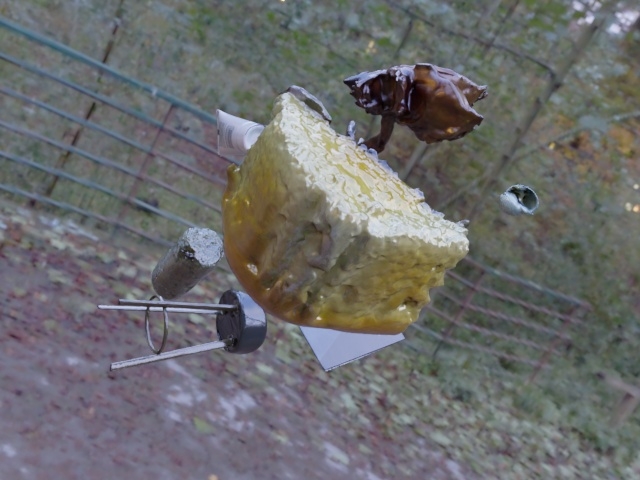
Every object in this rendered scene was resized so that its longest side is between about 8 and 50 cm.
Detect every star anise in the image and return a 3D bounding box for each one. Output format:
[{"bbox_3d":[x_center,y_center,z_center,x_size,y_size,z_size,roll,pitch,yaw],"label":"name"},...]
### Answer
[{"bbox_3d":[0.134,-0.214,1.394,0.237,0.148,0.346,-5,-3,-33],"label":"star anise"}]

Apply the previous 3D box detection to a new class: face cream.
[{"bbox_3d":[-0.155,-0.192,1.578,0.058,0.092,0.243,-6,13,-23],"label":"face cream"}]

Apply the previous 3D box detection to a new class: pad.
[{"bbox_3d":[0.043,0.132,1.495,0.243,0.004,0.164,-12,65,-50],"label":"pad"}]

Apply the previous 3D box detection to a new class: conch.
[{"bbox_3d":[0.454,-0.091,1.950,0.085,0.076,0.056,23,10,-3],"label":"conch"}]

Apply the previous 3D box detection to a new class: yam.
[{"bbox_3d":[-0.225,0.041,1.404,0.078,0.179,0.078,15,60,-27],"label":"yam"}]

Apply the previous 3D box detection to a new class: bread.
[{"bbox_3d":[0.000,0.000,0.881,0.262,0.204,0.162,37,38,5],"label":"bread"}]

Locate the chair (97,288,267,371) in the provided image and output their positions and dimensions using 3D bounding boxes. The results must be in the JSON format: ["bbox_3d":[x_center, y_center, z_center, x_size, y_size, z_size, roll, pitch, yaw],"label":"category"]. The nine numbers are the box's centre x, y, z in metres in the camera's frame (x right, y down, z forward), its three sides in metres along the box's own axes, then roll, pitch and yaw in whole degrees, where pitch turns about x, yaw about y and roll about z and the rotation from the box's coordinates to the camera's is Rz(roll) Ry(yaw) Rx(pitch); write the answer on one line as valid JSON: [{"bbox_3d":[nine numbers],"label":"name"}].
[{"bbox_3d":[-0.192,0.112,1.187,0.221,0.104,0.095,3,23,-27],"label":"chair"}]
